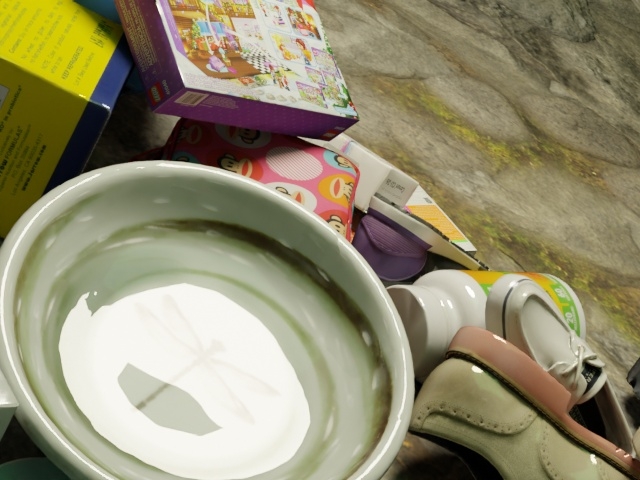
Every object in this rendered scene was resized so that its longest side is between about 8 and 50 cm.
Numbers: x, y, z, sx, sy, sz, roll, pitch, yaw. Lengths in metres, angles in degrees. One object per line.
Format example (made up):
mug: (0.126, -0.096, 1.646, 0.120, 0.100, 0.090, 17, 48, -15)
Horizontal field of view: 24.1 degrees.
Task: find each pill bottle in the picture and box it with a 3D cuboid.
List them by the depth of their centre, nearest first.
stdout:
pill bottle: (0.173, 0.102, 1.692, 0.245, 0.136, 0.136, 3, 39, -41)

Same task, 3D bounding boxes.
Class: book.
book: (0.125, -0.021, 1.953, 0.096, 0.035, 0.144, 1, 40, -38)

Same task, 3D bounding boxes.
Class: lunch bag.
lunch bag: (-0.096, -0.021, 1.622, 0.258, 0.120, 0.293, 18, 36, -5)

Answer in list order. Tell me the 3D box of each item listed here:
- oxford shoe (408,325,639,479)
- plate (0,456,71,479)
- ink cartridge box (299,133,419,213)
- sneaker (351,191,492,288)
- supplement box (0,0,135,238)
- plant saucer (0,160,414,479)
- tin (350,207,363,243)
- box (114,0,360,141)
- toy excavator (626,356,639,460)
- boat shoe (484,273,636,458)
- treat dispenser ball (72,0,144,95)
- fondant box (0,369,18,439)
oxford shoe: (0.254, 0.268, 1.557, 0.397, 0.140, 0.146, 41, 72, -1)
plate: (-0.203, 0.252, 1.216, 0.188, 0.024, 0.188, 24, 30, -15)
ink cartridge box: (0.046, -0.084, 1.880, 0.198, 0.067, 0.115, 36, 6, 22)
sneaker: (0.103, 0.042, 1.780, 0.107, 0.124, 0.283, 31, 0, 33)
supplement box: (-0.390, -0.177, 1.535, 0.356, 0.195, 0.194, 27, 29, -9)
plant saucer: (-0.114, 0.108, 1.372, 0.400, 0.100, 0.400, 14, 47, -16)
tin: (0.000, 0.000, 1.795, 0.106, 0.040, 0.190, 25, 29, -4)
box: (-0.095, -0.220, 1.645, 0.293, 0.057, 0.201, 6, 59, -51)
toy excavator: (0.496, 0.193, 1.675, 0.433, 0.222, 0.445, 27, 20, -21)
boat shoe: (0.267, 0.148, 1.628, 0.096, 0.267, 0.088, -42, 29, -29)
treat dispenser ball: (-0.245, -0.318, 1.796, 0.288, 0.288, 0.288, 23, 29, -14)
fondant box: (-0.428, 0.058, 1.234, 0.238, 0.096, 0.330, 1, 40, -43)
